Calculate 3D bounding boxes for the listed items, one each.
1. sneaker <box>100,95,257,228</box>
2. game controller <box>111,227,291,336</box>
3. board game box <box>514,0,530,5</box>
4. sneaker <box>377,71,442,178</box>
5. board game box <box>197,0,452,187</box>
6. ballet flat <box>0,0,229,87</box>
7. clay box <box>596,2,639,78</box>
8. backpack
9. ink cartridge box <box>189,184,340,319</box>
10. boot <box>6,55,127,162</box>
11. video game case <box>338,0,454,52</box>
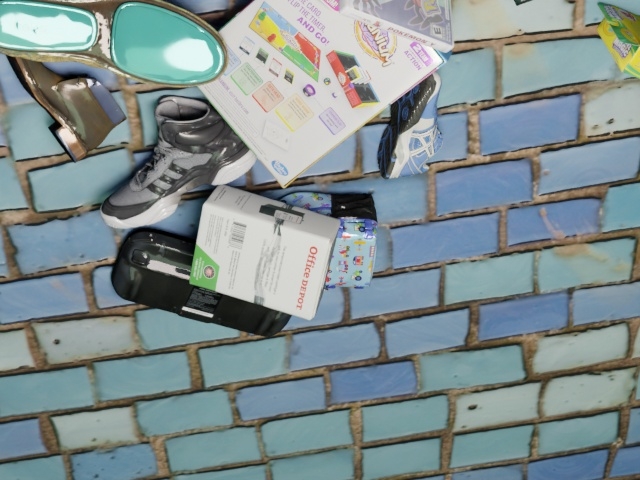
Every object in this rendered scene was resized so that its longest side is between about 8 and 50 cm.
[{"bbox_3d":[-0.241,-0.131,1.922,0.268,0.101,0.153,-26,128,5],"label":"sneaker"},{"bbox_3d":[-0.189,0.075,2.120,0.319,0.067,0.166,17,140,-15],"label":"game controller"},{"bbox_3d":[0.357,-0.428,1.821,0.186,0.026,0.126,-19,130,7],"label":"board game box"},{"bbox_3d":[0.153,-0.184,1.964,0.081,0.080,0.211,1,139,-18],"label":"sneaker"},{"bbox_3d":[-0.009,-0.261,1.795,0.316,0.064,0.242,-36,100,24],"label":"board game box"},{"bbox_3d":[-0.303,-0.294,1.762,0.348,0.123,0.123,7,128,-14],"label":"ballet flat"},{"bbox_3d":[0.514,-0.281,1.903,0.222,0.127,0.053,16,124,-21],"label":"clay box"},{"bbox_3d":[0.000,0.000,2.059,0.173,0.117,0.158,4,128,-9],"label":"backpack"},{"bbox_3d":[-0.086,0.018,1.966,0.208,0.087,0.153,18,119,6],"label":"ink cartridge box"},{"bbox_3d":[-0.377,-0.232,1.847,0.106,0.082,0.219,-35,121,-13],"label":"boot"},{"bbox_3d":[0.102,-0.370,1.703,0.183,0.201,0.023,14,154,-32],"label":"video game case"}]
